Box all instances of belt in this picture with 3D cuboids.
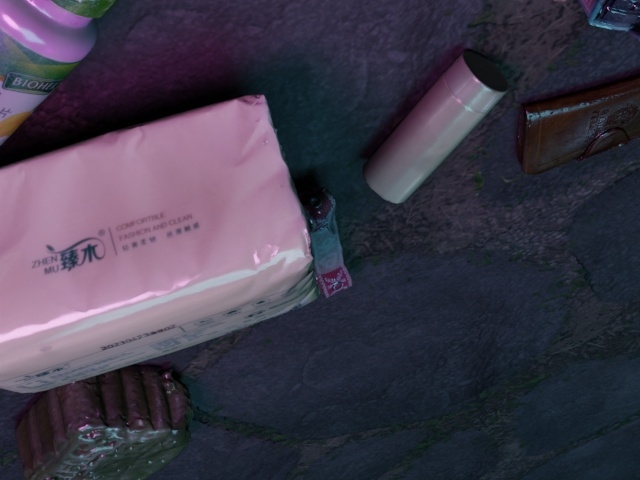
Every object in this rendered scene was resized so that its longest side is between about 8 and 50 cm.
[{"bbox_3d":[0.000,0.000,1.356,0.053,0.071,0.232,-24,149,-6],"label":"belt"}]

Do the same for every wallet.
[{"bbox_3d":[0.383,-0.162,1.351,0.255,0.031,0.137,-17,145,-5],"label":"wallet"}]

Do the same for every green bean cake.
[{"bbox_3d":[-0.317,0.285,1.542,0.227,0.125,0.222,8,138,-42],"label":"green bean cake"}]

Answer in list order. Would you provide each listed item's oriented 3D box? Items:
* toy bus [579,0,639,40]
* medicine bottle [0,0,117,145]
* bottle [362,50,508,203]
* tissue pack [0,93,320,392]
[{"bbox_3d":[0.412,-0.279,1.138,0.261,0.109,0.091,-1,143,-23],"label":"toy bus"},{"bbox_3d":[-0.291,-0.175,0.906,0.274,0.133,0.133,-40,141,25],"label":"medicine bottle"},{"bbox_3d":[0.136,-0.134,1.231,0.072,0.072,0.201,11,136,-37],"label":"bottle"},{"bbox_3d":[-0.199,0.015,1.098,0.380,0.207,0.297,-17,169,-4],"label":"tissue pack"}]
